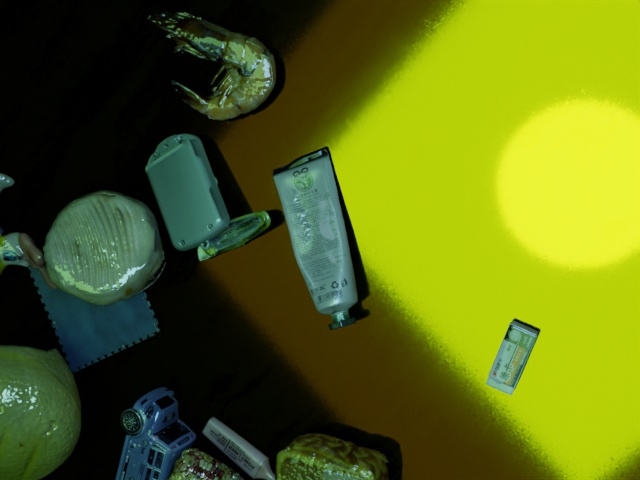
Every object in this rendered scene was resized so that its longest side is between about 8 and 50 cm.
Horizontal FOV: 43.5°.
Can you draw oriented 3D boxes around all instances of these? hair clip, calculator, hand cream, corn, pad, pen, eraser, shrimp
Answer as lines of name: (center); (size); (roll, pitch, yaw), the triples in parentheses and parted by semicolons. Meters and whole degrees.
hair clip: (-0.172, -0.016, 1.587); (0.188, 0.033, 0.060); (-22, 85, 28)
calculator: (-0.266, -0.093, 1.594); (0.141, 0.045, 0.246); (-29, 76, 26)
hand cream: (0.000, 0.000, 1.511); (0.121, 0.076, 0.336); (-17, 82, 17)
corn: (-0.165, 0.513, 1.579); (0.290, 0.098, 0.098); (32, 107, -3)
pad: (-0.496, 0.125, 1.743); (0.269, 0.012, 0.270); (-24, 87, 22)
pen: (-0.157, 0.435, 1.627); (0.197, 0.032, 0.053); (34, 106, 17)
eraser: (0.336, 0.206, 1.408); (0.052, 0.029, 0.122); (23, 103, 18)
shrimp: (-0.223, -0.338, 1.564); (0.289, 0.075, 0.178); (23, 106, 5)

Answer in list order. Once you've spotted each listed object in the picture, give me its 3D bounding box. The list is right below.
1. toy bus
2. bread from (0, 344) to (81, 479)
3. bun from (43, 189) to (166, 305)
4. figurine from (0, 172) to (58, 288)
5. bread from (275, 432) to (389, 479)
toy bus: (-0.346, 0.458, 1.655); (0.133, 0.125, 0.292); (21, 103, 18)
bread: (-0.659, 0.368, 1.677); (0.320, 0.320, 0.237); (-46, 47, 19)
bun: (-0.430, 0.019, 1.623); (0.239, 0.141, 0.239); (1, 77, -6)
figurine: (-0.732, -0.046, 1.748); (0.193, 0.154, 0.421); (-34, 67, -17)
bread: (0.024, 0.471, 1.526); (0.222, 0.096, 0.181); (7, 100, 21)
